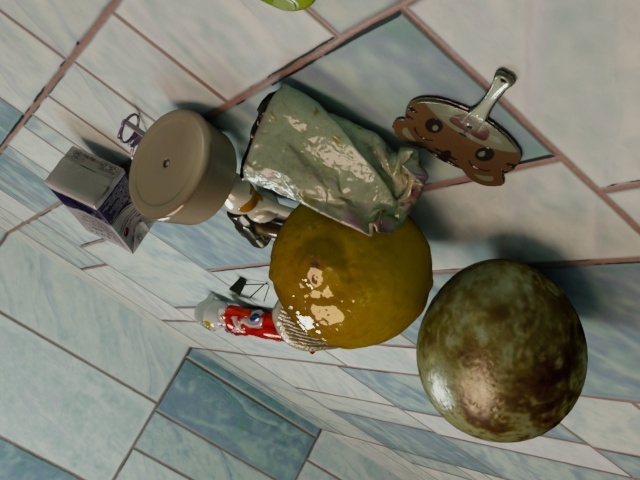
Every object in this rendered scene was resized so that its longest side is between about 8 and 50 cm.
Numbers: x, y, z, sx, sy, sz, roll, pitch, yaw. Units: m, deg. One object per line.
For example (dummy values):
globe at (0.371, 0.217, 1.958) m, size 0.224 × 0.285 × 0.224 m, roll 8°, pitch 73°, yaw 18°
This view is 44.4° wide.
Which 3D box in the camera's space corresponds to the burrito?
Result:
burrito at (0.018, -0.097, 0.999) m, size 0.229 × 0.089 × 0.143 m, roll 27°, pitch 117°, yaw 6°

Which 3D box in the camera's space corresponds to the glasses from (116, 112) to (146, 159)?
glasses at (-0.274, -0.153, 1.325) m, size 0.104 × 0.062 × 0.140 m, roll 24°, pitch 161°, yaw 9°

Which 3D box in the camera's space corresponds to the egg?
egg at (0.254, 0.148, 1.106) m, size 0.238 × 0.238 × 0.289 m, roll 18°, pitch 133°, yaw 29°

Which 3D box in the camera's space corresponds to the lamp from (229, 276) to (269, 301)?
lamp at (-0.171, 0.113, 1.884) m, size 0.041 × 0.054 × 0.121 m, roll 43°, pitch 164°, yaw -34°

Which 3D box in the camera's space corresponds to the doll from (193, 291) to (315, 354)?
doll at (-0.193, 0.221, 2.123) m, size 0.384 × 0.099 × 0.188 m, roll 9°, pitch 153°, yaw 36°

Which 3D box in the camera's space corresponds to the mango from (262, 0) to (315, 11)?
mango at (-0.042, -0.257, 0.750) m, size 0.108 × 0.056 × 0.073 m, roll 13°, pitch 150°, yaw 45°

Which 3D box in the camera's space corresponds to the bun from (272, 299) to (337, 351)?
bun at (-0.007, 0.151, 1.638) m, size 0.173 × 0.166 × 0.113 m, roll 38°, pitch -157°, yaw -6°

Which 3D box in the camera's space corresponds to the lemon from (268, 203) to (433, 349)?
lemon at (0.044, 0.041, 1.125) m, size 0.234 × 0.233 × 0.288 m, roll 20°, pitch 179°, yaw 24°

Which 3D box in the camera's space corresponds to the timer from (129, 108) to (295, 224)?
timer at (-0.148, -0.082, 1.258) m, size 0.175 × 0.175 × 0.266 m, roll 11°, pitch 173°, yaw 41°

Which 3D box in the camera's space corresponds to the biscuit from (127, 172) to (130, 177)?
biscuit at (-0.353, -0.089, 1.641) m, size 0.153 × 0.030 × 0.234 m, roll 41°, pitch 157°, yaw -31°

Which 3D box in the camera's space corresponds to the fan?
fan at (0.166, -0.127, 0.864) m, size 0.153 × 0.008 × 0.226 m, roll 29°, pitch 162°, yaw 0°

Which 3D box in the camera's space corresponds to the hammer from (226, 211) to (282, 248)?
hammer at (0.000, 0.000, 1.379) m, size 0.366 × 0.043 × 0.111 m, roll 13°, pitch 154°, yaw 32°

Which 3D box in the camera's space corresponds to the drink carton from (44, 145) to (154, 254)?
drink carton at (-0.446, -0.077, 1.613) m, size 0.134 × 0.101 × 0.222 m, roll 22°, pitch 158°, yaw 18°
